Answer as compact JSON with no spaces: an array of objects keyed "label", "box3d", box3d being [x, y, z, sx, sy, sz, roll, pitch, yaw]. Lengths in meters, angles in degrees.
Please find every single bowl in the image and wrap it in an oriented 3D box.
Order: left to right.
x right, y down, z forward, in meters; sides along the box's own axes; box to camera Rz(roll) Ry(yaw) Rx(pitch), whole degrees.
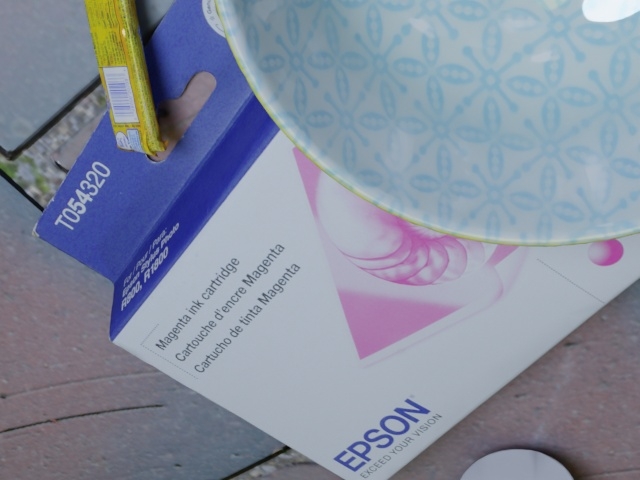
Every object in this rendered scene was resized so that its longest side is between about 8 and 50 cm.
[{"label":"bowl","box3d":[0.103,-0.157,0.423,0.290,0.156,0.289,3,122,5]}]

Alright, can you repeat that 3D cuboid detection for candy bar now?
[{"label":"candy bar","box3d":[-0.123,-0.125,0.562,0.040,0.018,0.161,5,116,27]}]

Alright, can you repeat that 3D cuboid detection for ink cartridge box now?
[{"label":"ink cartridge box","box3d":[0.000,0.000,0.619,0.330,0.071,0.324,32,125,-14]}]

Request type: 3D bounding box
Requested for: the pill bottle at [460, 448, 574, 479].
[{"label":"pill bottle","box3d":[0.170,0.277,0.751,0.121,0.121,0.216,-5,125,15]}]
